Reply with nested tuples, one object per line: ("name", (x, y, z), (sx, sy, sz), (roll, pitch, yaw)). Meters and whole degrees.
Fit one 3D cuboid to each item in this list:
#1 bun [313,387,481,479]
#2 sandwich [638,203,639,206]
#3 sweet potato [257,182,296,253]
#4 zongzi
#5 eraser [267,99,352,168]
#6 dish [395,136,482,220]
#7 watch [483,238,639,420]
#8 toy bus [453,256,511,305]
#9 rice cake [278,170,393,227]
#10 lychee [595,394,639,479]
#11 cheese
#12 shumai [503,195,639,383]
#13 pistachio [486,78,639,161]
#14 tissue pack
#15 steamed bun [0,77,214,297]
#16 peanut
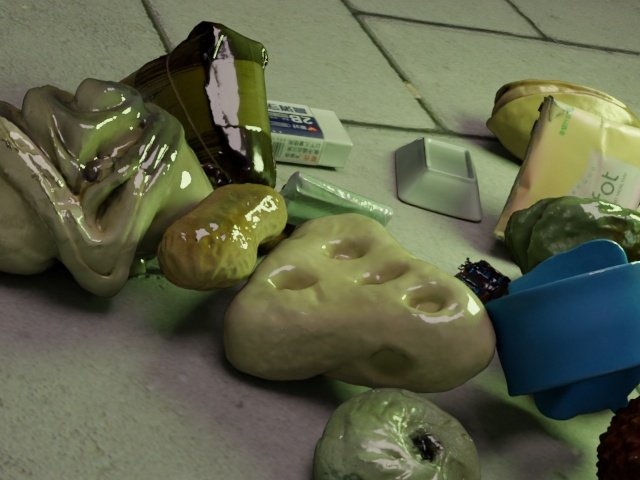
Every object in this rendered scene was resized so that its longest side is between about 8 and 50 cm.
("bun", (0.097, 0.260, 1.645), (0.221, 0.108, 0.221), (14, 30, -8))
("sandwich", (0.473, -0.078, 2.418), (0.160, 0.109, 0.184), (38, 35, 25))
("sweet potato", (-0.072, -0.023, 2.040), (0.058, 0.078, 0.255), (0, 15, 19))
("zongzi", (-0.226, -0.164, 2.182), (0.154, 0.317, 0.289), (26, 52, -52))
("eraser", (-0.063, -0.185, 2.319), (0.210, 0.068, 0.124), (6, 30, -23))
("dish", (0.214, -0.131, 2.396), (0.154, 0.064, 0.234), (14, 29, -8))
("watch", (0.379, 0.110, 1.762), (0.274, 0.305, 0.242), (11, 62, -73))
("toy bus", (0.198, 0.096, 1.983), (0.073, 0.096, 0.235), (35, 33, 19))
("rice cake", (0.022, -0.045, 2.042), (0.221, 0.080, 0.042), (18, 23, -42))
("lychee", (0.490, 0.289, 1.680), (0.304, 0.276, 0.276), (6, 32, -8))
("cheese", (0.071, 0.069, 1.843), (0.350, 0.130, 0.328), (1, 30, 12))
("shumai", (0.397, 0.103, 2.034), (0.309, 0.304, 0.264), (20, 70, -12))
("pistachio", (0.462, -0.213, 2.559), (0.293, 0.182, 0.162), (18, 46, 11))
("tissue pack", (0.423, -0.086, 2.263), (0.215, 0.257, 0.123), (20, 2, 2))
("steamed bun", (-0.317, -0.097, 1.850), (0.352, 0.247, 0.339), (27, 32, 3))
("peanut", (-0.123, -0.006, 1.813), (0.120, 0.110, 0.236), (23, 33, 25))
